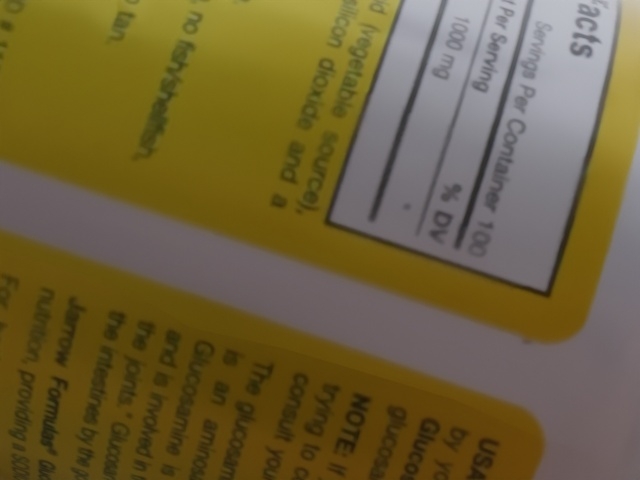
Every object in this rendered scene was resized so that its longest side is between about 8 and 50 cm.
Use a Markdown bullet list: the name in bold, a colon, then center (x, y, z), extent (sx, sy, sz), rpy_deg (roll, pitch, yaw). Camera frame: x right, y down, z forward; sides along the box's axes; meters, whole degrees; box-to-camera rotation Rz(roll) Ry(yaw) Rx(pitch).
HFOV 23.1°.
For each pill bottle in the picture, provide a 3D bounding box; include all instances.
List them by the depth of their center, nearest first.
- **pill bottle**: center (0.000, 0.000, 0.443), extent (0.334, 0.188, 0.188), rpy_deg (19, -31, 1)
